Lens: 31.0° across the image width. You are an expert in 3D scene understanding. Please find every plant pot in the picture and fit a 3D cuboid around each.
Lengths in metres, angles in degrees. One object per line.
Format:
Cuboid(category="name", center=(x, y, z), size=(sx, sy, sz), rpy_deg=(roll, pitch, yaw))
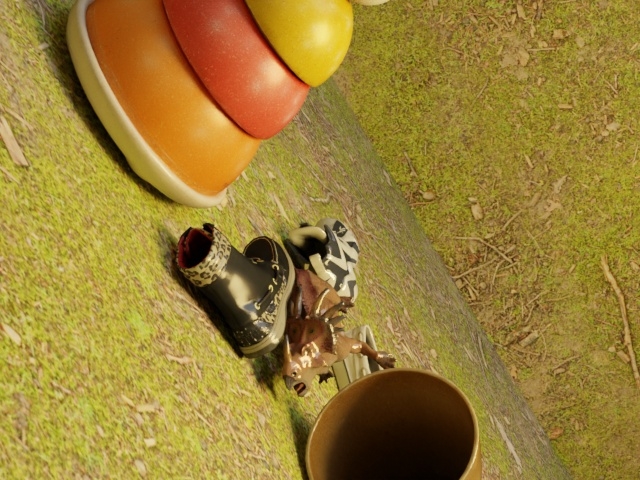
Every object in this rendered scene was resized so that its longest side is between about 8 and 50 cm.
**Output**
Cuboid(category="plant pot", center=(0.128, 0.345, 1.622), size=(0.254, 0.237, 0.237), rpy_deg=(66, 5, -46))

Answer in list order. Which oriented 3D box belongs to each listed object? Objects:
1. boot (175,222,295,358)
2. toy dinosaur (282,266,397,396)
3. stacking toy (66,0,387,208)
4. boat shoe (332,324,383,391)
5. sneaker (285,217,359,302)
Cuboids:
Cuboid(category="boot", center=(-0.117, 0.029, 1.605), size=(0.178, 0.085, 0.236), rpy_deg=(53, 22, -31))
Cuboid(category="toy dinosaur", center=(-0.013, 0.111, 1.708), size=(0.200, 0.127, 0.296), rpy_deg=(47, 9, -42))
Cuboid(category="stacking toy", center=(-0.075, -0.295, 1.610), size=(0.350, 0.480, 0.350), rpy_deg=(55, 14, -20))
Cuboid(category="boat shoe", center=(0.085, 0.249, 1.894), size=(0.095, 0.084, 0.258), rpy_deg=(41, 23, -55))
Cuboid(category="sneaker", center=(0.000, 0.000, 2.089), size=(0.235, 0.094, 0.153), rpy_deg=(-87, 154, -49))
